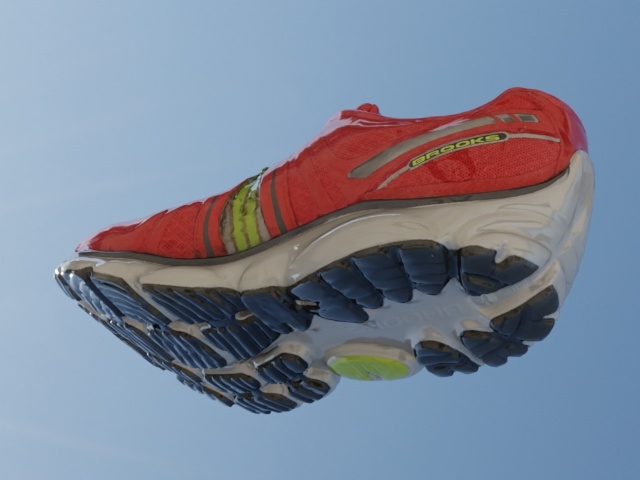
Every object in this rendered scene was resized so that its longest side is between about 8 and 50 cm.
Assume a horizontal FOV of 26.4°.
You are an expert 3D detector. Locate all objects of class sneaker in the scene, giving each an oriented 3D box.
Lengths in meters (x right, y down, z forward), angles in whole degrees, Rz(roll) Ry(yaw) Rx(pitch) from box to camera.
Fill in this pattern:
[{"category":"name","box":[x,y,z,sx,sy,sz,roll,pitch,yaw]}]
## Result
[{"category":"sneaker","box":[0.000,0.000,0.593,0.279,0.107,0.118,-8,-134,40]}]
